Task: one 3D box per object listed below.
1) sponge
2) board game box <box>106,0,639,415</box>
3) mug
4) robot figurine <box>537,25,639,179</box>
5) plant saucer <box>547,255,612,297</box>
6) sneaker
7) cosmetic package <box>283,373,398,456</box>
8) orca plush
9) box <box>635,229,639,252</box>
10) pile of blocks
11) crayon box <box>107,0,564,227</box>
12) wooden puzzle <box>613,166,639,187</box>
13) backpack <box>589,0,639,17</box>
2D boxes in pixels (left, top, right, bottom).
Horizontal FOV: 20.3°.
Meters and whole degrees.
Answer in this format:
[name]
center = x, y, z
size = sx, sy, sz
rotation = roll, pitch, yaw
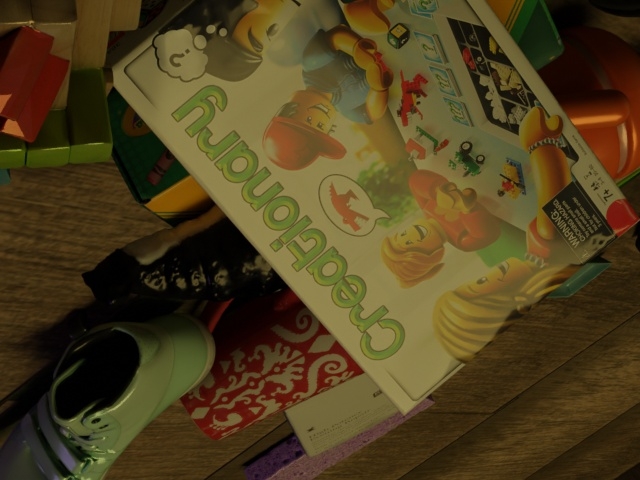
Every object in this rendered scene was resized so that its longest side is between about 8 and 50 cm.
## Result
[sponge]
center = 0.022, 0.220, 2.032
size = 0.210, 0.031, 0.117
rotation = -33, 160, 11
[board game box]
center = 0.033, -0.060, 1.048
size = 0.193, 0.053, 0.305
rotation = -40, 120, 1
[mug]
center = -0.047, 0.080, 1.539
size = 0.169, 0.150, 0.113
rotation = -30, -163, 13
[robot figurine]
center = 0.163, -0.085, 1.348
size = 0.219, 0.128, 0.158
rotation = -24, 147, -16
[plant saucer]
center = 0.243, 0.037, 1.913
size = 0.067, 0.018, 0.192
rotation = -40, 157, 28
[sneaker]
center = -0.212, 0.148, 1.445
size = 0.256, 0.094, 0.151
rotation = -45, 163, 12
[cosmetic package]
center = 0.007, 0.125, 1.709
size = 0.117, 0.085, 0.231
rotation = -29, 161, -3
[orca plush]
center = 0.000, 0.000, 1.126
size = 0.287, 0.102, 0.151
rotation = -19, 158, -25
[box]
center = 0.486, 0.026, 1.811
size = 0.182, 0.294, 0.296
rotation = -28, 160, -10
[pile of blocks]
center = -0.190, -0.034, 0.910
size = 0.149, 0.113, 0.362
rotation = 7, 153, -35
[crayon box]
center = 0.010, -0.105, 1.160
size = 0.278, 0.081, 0.165
rotation = -32, 160, 7
[wooden puzzle]
center = 0.216, -0.037, 1.525
size = 0.221, 0.044, 0.238
rotation = -32, 179, -27
[backpack]
center = 0.336, -0.233, 0.984
size = 0.355, 0.273, 0.290
rotation = -23, 168, -17
